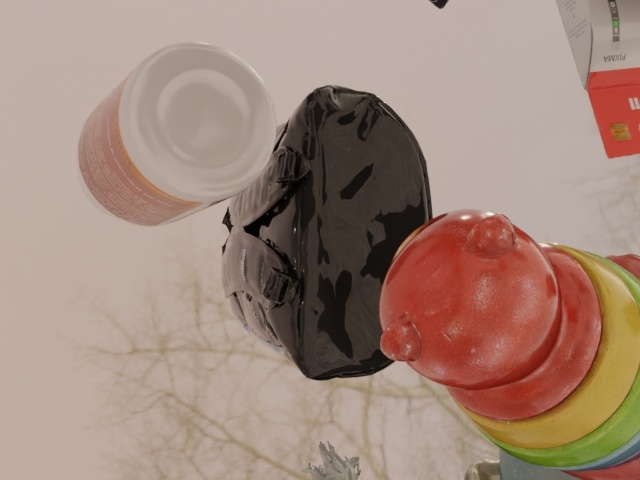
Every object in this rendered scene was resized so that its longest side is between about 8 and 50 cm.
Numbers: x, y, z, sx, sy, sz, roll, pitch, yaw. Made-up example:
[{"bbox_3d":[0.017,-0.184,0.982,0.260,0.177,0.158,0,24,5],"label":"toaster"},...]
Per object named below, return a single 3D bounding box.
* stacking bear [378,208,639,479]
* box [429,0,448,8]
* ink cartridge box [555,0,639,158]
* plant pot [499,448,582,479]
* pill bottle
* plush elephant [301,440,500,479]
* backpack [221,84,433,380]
[{"bbox_3d":[0.144,0.066,0.686,0.289,0.175,0.164,29,-160,-47],"label":"stacking bear"},{"bbox_3d":[0.029,-0.282,0.596,0.247,0.163,0.142,37,179,0],"label":"box"},{"bbox_3d":[0.354,-0.209,1.077,0.181,0.056,0.224,-9,-104,-23],"label":"ink cartridge box"},{"bbox_3d":[0.316,0.218,0.956,0.248,0.247,0.252,-7,-129,-36],"label":"plant pot"},{"bbox_3d":[-0.130,-0.076,0.828,0.121,0.216,0.121,4,-98,-26],"label":"pill bottle"},{"bbox_3d":[0.130,0.350,0.980,0.255,0.272,0.330,24,-154,-50],"label":"plush elephant"},{"bbox_3d":[0.000,0.000,1.134,0.274,0.356,0.290,4,-95,-29],"label":"backpack"}]
